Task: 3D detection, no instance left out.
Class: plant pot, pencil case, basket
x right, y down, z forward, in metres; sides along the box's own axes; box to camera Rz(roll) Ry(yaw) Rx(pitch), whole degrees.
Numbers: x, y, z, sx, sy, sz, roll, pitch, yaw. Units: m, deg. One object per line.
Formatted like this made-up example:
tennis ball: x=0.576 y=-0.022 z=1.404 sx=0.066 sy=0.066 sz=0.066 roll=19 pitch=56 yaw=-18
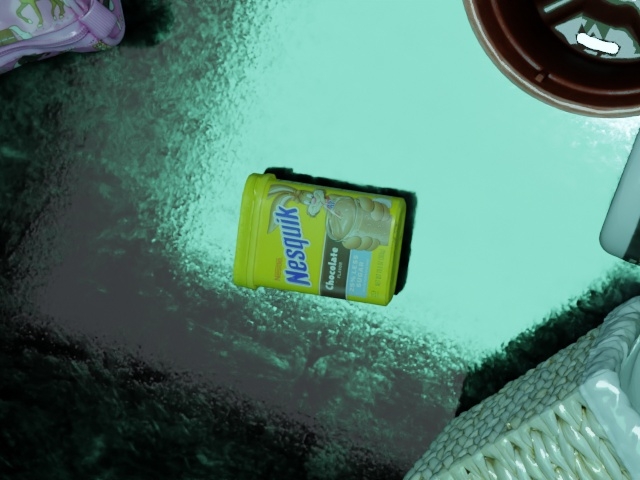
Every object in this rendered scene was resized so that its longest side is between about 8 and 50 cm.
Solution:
plant pot: x=0.282 y=-0.259 z=1.504 sx=0.272 sy=0.265 sz=0.272 roll=2 pitch=98 yaw=12
pencil case: x=-0.405 y=-0.228 z=1.720 sx=0.386 sy=0.160 sz=0.167 roll=-19 pitch=93 yaw=14
basket: x=0.278 y=0.279 z=1.560 sx=0.266 sy=0.331 sz=0.328 roll=-32 pitch=90 yaw=21

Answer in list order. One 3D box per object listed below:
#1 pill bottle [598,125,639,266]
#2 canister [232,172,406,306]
pill bottle: x=0.457 y=-0.020 z=1.540 sx=0.334 sy=0.188 sz=0.188 roll=21 pitch=102 yaw=10
canister: x=0.000 y=0.000 z=1.706 sx=0.170 sy=0.073 sz=0.126 roll=9 pitch=100 yaw=10
